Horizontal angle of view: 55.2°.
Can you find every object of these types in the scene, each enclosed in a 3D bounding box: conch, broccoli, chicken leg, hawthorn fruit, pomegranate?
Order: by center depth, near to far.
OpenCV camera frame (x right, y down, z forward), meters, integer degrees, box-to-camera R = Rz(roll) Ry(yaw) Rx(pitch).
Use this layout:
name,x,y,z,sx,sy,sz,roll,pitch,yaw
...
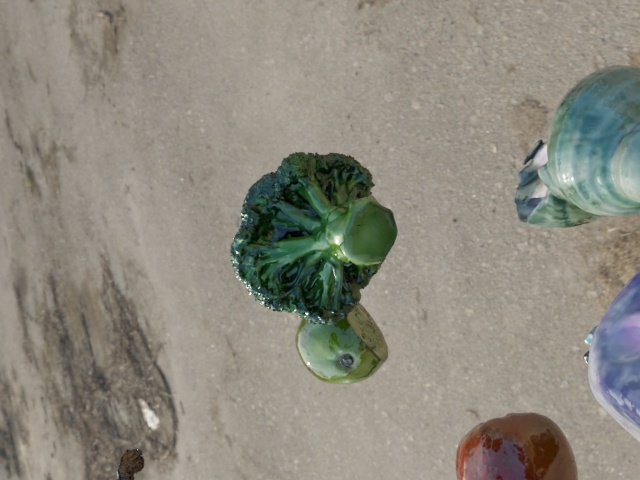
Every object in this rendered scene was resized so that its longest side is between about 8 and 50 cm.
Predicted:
name,x,y,z,sx,sy,sz,roll,pitch,yaw
conch,0.341,-0.102,0.743,0.220,0.195,0.277,-51,21,4
chicken leg,-0.263,0.321,0.846,0.083,0.036,0.021,-109,38,-59
broccoli,0.000,0.000,0.991,0.297,0.298,0.297,-169,71,-69
hawthorn fruit,0.417,0.521,1.273,0.254,0.254,0.300,-48,40,45
pomegranate,0.022,0.191,1.282,0.159,0.190,0.240,-33,64,15

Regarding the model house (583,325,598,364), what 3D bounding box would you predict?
name,x,y,z,sx,sy,sz,roll,pitch,yaw
model house,0.655,0.191,1.136,0.241,0.261,0.225,34,133,40

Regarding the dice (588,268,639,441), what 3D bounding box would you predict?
name,x,y,z,sx,sy,sz,roll,pitch,yaw
dice,0.492,0.154,0.659,0.271,0.270,0.270,-50,16,0
